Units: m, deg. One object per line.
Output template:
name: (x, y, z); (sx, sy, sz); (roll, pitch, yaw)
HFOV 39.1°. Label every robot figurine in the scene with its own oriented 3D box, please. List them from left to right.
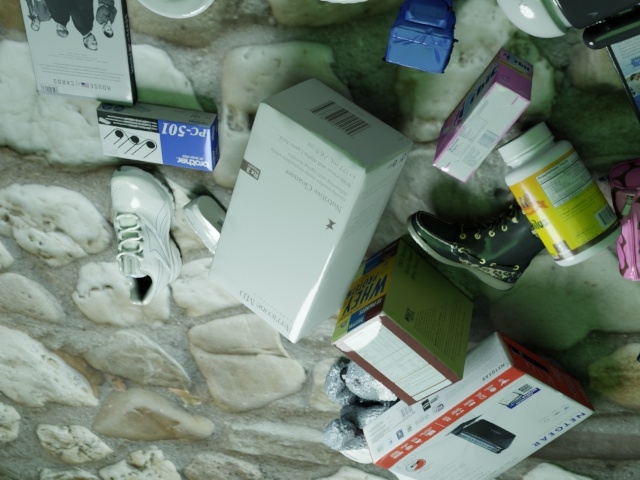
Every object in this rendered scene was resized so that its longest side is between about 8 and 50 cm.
robot figurine: (0.357, -0.376, 1.166); (0.278, 0.209, 0.174); (-21, 163, 29)

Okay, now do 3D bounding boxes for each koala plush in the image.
koala plush: (0.112, 0.283, 1.787); (0.203, 0.196, 0.221); (3, 130, -2)

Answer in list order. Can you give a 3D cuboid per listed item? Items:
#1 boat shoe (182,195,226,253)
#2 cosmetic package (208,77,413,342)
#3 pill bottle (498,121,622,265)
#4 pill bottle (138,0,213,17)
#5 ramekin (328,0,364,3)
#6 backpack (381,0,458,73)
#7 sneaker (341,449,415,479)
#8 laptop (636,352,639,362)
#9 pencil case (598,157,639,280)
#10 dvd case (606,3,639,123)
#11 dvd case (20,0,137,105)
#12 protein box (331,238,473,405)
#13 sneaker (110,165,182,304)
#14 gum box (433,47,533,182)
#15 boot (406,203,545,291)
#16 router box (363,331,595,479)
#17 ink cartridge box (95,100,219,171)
boat shoe: (-0.193, -0.003, 1.704); (0.063, 0.066, 0.184); (-14, 128, 42)
cosmetic package: (-0.027, -0.045, 1.500); (0.217, 0.156, 0.385); (34, 128, 19)
pill bottle: (0.370, -0.075, 1.417); (0.117, 0.117, 0.215); (-31, 91, 34)
pill bottle: (-0.166, -0.416, 1.224); (0.136, 0.245, 0.136); (8, 131, 9)
ramekin: (0.034, -0.448, 1.220); (0.273, 0.127, 0.272); (8, 131, 9)
backpack: (0.154, -0.307, 1.311); (0.098, 0.120, 0.101); (19, 122, 2)
sneaker: (0.182, 0.441, 1.934); (0.305, 0.114, 0.152); (19, 133, -1)
laptop: (0.806, 0.209, 1.495); (0.236, 0.408, 0.382); (-9, 136, -22)
pencil case: (0.513, -0.028, 1.459); (0.095, 0.098, 0.209); (-5, 128, 23)
dvd case: (0.505, -0.291, 1.291); (0.180, 0.022, 0.253); (-19, 122, 29)
dvd case: (-0.403, -0.341, 1.498); (0.179, 0.029, 0.238); (9, 131, 8)
protein box: (0.152, 0.149, 1.639); (0.201, 0.199, 0.136); (41, 128, -18)
sneaker: (-0.334, -0.005, 1.696); (0.111, 0.129, 0.297); (3, 128, 16)
gum box: (0.247, -0.188, 1.392); (0.062, 0.107, 0.188); (28, 131, -8)
boot: (0.285, -0.024, 1.537); (0.236, 0.085, 0.178); (29, 129, -17)
router box: (0.304, 0.342, 1.721); (0.335, 0.082, 0.301); (-41, 133, 22)
ink cartridge box: (-0.283, -0.186, 1.584); (0.207, 0.046, 0.097); (9, 132, 8)
